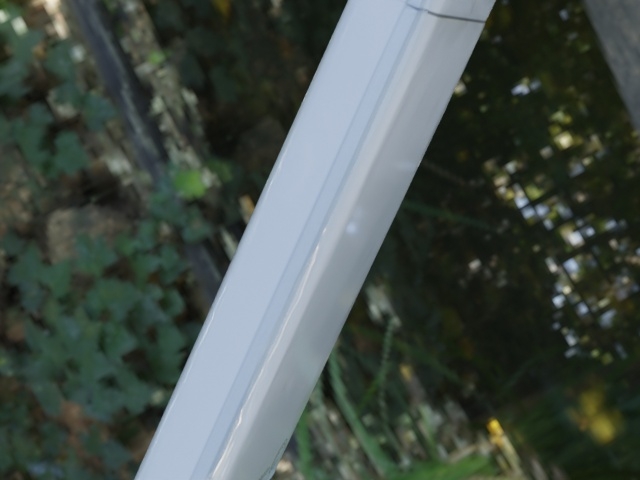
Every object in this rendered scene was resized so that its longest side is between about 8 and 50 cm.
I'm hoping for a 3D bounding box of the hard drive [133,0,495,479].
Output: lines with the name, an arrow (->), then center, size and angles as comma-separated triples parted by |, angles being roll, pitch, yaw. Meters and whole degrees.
hard drive -> 0.000, 0.000, 0.807 | 0.047, 0.353, 0.233 | 27, -168, 8
